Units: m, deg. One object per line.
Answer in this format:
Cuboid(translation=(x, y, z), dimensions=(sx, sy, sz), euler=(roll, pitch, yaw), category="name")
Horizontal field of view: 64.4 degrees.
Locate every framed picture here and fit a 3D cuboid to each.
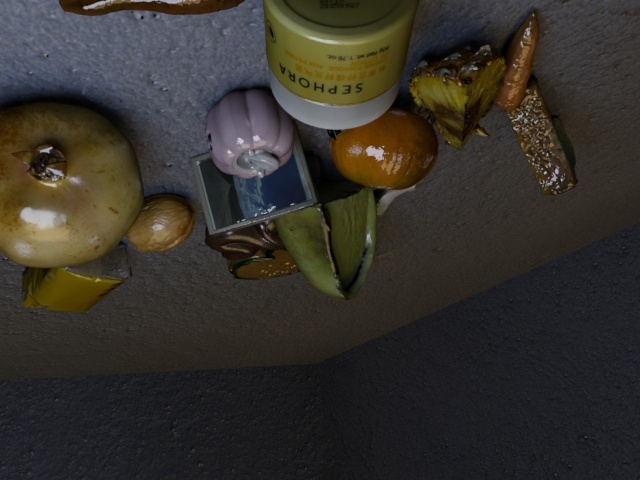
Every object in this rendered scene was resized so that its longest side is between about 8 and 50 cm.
Cuboid(translation=(-0.148, -0.131, 1.116), dimensions=(0.260, 0.189, 0.023), euler=(-17, 174, 10), category="framed picture")

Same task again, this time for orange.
Cuboid(translation=(0.134, -0.193, 1.083), dimensions=(0.240, 0.171, 0.240), euler=(6, -171, -1), category="orange")

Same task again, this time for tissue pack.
Cuboid(translation=(-0.678, 0.099, 1.406), dimensions=(0.271, 0.134, 0.192), euler=(-31, 150, 35), category="tissue pack")

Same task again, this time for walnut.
Cuboid(translation=(-0.393, -0.042, 1.244), dimensions=(0.180, 0.144, 0.144), euler=(-16, 157, -5), category="walnut")

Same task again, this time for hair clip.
Cuboid(translation=(0.215, -0.143, 1.424), dimensions=(0.159, 0.071, 0.218), euler=(-6, 162, -30), category="hair clip")

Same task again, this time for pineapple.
Cuboid(translation=(0.279, -0.316, 1.028), dimensions=(0.161, 0.158, 0.334), euler=(-56, 156, -1), category="pineapple")

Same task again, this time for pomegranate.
Cuboid(translation=(-0.469, -0.097, 0.890), dimensions=(0.319, 0.319, 0.319), euler=(-11, 157, -5), category="pomegranate")

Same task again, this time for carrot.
Cuboid(translation=(0.401, -0.365, 1.024), dimensions=(0.072, 0.072, 0.205), euler=(-10, 142, -8), category="carrot")

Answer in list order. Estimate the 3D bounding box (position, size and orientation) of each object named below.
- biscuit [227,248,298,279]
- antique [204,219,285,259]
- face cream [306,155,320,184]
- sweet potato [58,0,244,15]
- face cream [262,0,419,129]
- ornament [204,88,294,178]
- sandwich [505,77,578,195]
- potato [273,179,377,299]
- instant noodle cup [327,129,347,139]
Cuboid(translation=(-0.139, 0.059, 1.703), dimensions=(0.343, 0.057, 0.287), euler=(-9, 156, -11), category="biscuit")
Cuboid(translation=(-0.195, -0.036, 1.392), dimensions=(0.256, 0.121, 0.143), euler=(-14, 149, 19), category="antique")
Cuboid(translation=(-0.142, -0.153, 1.201), dimensions=(0.283, 0.073, 0.073), euler=(-8, 156, -14), category="face cream")
Cuboid(translation=(-0.233, -0.353, 0.730), dimensions=(0.264, 0.057, 0.057), euler=(-5, 156, -9), category="sweet potato")
Cuboid(translation=(0.025, -0.308, 0.760), dimensions=(0.218, 0.218, 0.179), euler=(-11, 155, -6), category="face cream")
Cuboid(translation=(-0.136, -0.199, 0.992), dimensions=(0.177, 0.178, 0.177), euler=(-11, 157, -5), category="ornament")
Cuboid(translation=(0.534, -0.272, 1.248), dimensions=(0.099, 0.288, 0.254), euler=(-21, -159, 33), category="sandwich")
Cuboid(translation=(0.000, 0.000, 1.307), dimensions=(0.212, 0.280, 0.330), euler=(3, -161, 28), category="potato")
Cuboid(translation=(0.046, -0.280, 0.948), dimensions=(0.122, 0.151, 0.151), euler=(-25, 156, 1), category="instant noodle cup")
